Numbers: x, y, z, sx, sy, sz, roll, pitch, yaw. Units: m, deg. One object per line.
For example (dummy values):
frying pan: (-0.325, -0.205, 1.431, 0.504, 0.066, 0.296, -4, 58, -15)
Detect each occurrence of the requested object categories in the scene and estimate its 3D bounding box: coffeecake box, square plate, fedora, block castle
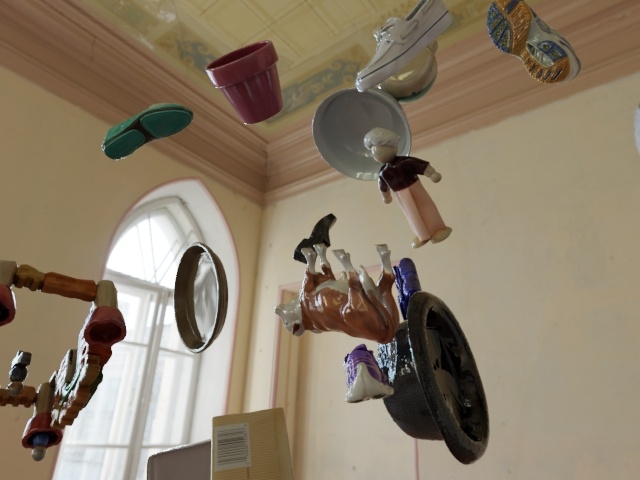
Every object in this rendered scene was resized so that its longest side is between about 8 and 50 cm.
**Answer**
coffeecake box: (-0.058, 0.268, 0.390, 0.068, 0.142, 0.185, -3, -55, -12)
square plate: (-0.319, 0.691, 1.239, 0.348, 0.343, 0.049, -2, 16, -34)
fedora: (0.210, 0.279, 0.894, 0.153, 0.333, 0.334, -26, -35, 29)
block castle: (-0.653, 0.282, 0.966, 0.303, 0.212, 0.453, 22, -67, -37)

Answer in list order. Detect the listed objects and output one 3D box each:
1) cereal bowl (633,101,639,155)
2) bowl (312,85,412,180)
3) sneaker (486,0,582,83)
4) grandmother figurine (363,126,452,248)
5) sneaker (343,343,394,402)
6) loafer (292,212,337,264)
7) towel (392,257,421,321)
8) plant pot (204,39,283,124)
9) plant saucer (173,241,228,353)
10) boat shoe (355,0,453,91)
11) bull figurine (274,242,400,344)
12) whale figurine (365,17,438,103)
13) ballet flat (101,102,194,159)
cereal bowl: (0.625, -0.129, 0.591, 0.340, 0.339, 0.141, -5, -67, 15)
bowl: (0.134, -0.334, 1.290, 0.298, 0.134, 0.297, 14, -43, 14)
sneaker: (0.551, -0.516, 1.138, 0.131, 0.296, 0.112, -14, -21, -36)
grandmother figurine: (0.227, -0.148, 1.167, 0.208, 0.104, 0.342, -24, -77, 43)
sneaker: (0.062, 0.175, 0.583, 0.069, 0.071, 0.170, -9, -20, 0)
loafer: (0.000, 0.000, 1.114, 0.061, 0.170, 0.062, 30, -29, 14)
towel: (0.268, 0.194, 1.273, 0.077, 0.227, 0.308, -14, 12, 11)
plant pot: (-0.196, -0.440, 1.244, 0.202, 0.201, 0.180, -8, -56, 22)
plant saucer: (-0.303, 0.142, 1.106, 0.041, 0.277, 0.278, 4, -21, -38)
boat shoe: (0.149, -0.392, 0.860, 0.084, 0.258, 0.095, 51, -18, -20)
bull figurine: (0.023, 0.103, 0.827, 0.101, 0.188, 0.311, -11, 6, -41)
whale figurine: (0.238, -0.520, 1.285, 0.217, 0.271, 0.141, -20, -26, 13)
ballet flat: (-0.421, -0.282, 1.058, 0.248, 0.087, 0.083, -23, -36, 12)
